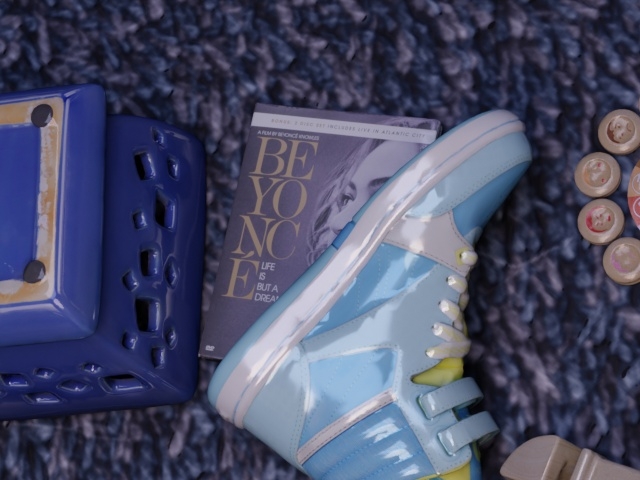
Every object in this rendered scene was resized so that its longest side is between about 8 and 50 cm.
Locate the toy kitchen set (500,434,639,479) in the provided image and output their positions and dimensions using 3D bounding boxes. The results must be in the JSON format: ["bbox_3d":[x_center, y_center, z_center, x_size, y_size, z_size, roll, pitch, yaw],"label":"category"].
[{"bbox_3d":[0.221,0.249,1.364,0.207,0.122,0.166,15,79,44],"label":"toy kitchen set"}]

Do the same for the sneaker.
[{"bbox_3d":[0.091,0.071,1.441,0.208,0.127,0.319,44,93,14],"label":"sneaker"}]

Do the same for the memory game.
[{"bbox_3d":[0.283,-0.040,1.466,0.186,0.012,0.186,-6,72,19],"label":"memory game"}]

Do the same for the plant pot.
[{"bbox_3d":[-0.238,0.006,1.535,0.236,0.212,0.236,-5,72,18],"label":"plant pot"}]

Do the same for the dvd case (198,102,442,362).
[{"bbox_3d":[0.000,0.000,1.556,0.164,0.018,0.221,7,76,22],"label":"dvd case"}]
